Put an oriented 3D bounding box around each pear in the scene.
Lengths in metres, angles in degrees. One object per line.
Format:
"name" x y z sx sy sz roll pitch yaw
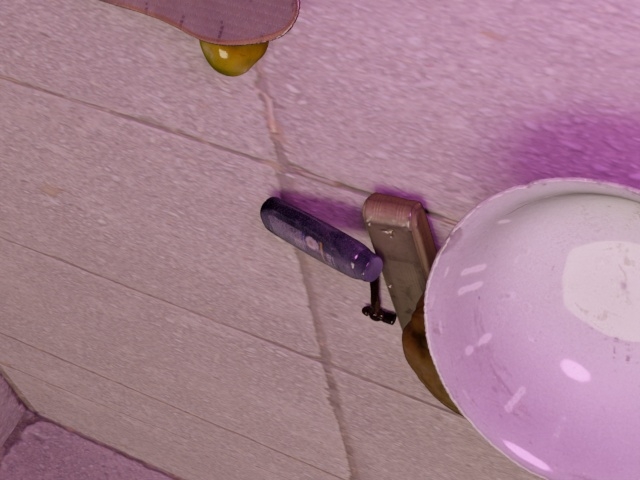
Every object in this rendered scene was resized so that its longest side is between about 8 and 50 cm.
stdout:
"pear" -0.117 -0.258 1.403 0.092 0.092 0.097 33 130 -5

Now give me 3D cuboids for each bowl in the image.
"bowl" 0.363 0.089 1.345 0.435 0.196 0.434 14 121 24

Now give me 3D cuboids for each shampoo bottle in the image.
"shampoo bottle" 0.000 0.000 1.700 0.234 0.049 0.087 28 156 39

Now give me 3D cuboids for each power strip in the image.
"power strip" 0.153 0.063 1.714 0.092 0.066 0.387 12 145 27

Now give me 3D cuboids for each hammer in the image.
"hammer" 0.097 0.087 1.851 0.065 0.021 0.178 19 148 19

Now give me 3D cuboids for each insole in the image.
"insole" -0.175 -0.320 1.365 0.348 0.009 0.119 20 107 25

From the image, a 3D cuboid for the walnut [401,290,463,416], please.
"walnut" 0.265 0.162 1.596 0.283 0.227 0.283 17 -176 -1
